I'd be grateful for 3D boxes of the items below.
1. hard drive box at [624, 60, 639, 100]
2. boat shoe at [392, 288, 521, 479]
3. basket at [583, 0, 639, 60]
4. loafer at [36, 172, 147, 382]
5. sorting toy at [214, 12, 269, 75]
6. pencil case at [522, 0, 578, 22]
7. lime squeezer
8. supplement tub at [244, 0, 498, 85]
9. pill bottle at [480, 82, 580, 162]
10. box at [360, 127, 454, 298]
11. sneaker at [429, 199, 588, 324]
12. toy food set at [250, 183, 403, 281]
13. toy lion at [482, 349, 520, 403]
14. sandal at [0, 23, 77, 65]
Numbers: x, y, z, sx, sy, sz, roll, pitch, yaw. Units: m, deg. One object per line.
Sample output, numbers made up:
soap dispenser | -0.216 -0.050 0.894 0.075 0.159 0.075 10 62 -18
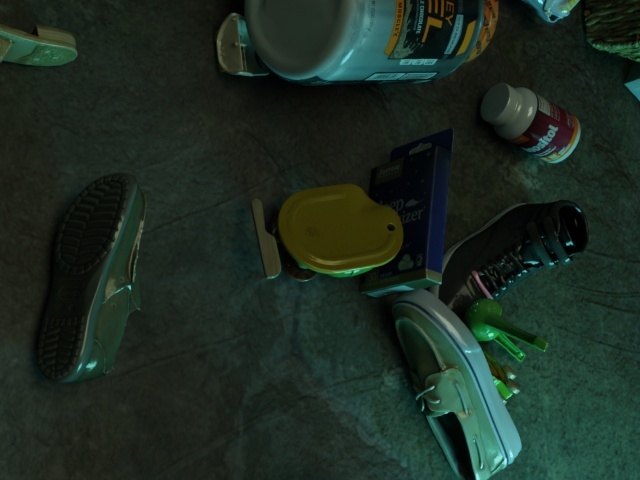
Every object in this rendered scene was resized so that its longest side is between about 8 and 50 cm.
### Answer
hard drive box | 0.671 -0.282 2.095 0.232 0.089 0.181 41 59 -22
boat shoe | 0.179 0.205 1.603 0.094 0.109 0.302 -40 106 -32
basket | 0.622 -0.407 1.952 0.223 0.299 0.213 9 75 -35
loafer | -0.253 0.045 1.334 0.087 0.094 0.251 33 69 -55
sorting toy | -0.098 -0.249 1.539 0.075 0.045 0.083 4 75 -45
pencil case | 0.301 -0.456 1.841 0.273 0.113 0.124 29 77 -29
lime squeezer | 0.252 0.121 1.619 0.110 0.310 0.059 17 82 7
supplement tub | 0.079 -0.313 1.564 0.338 0.207 0.207 -11 86 -47
pill bottle | 0.325 -0.185 1.814 0.152 0.086 0.086 23 67 -30
box | 0.118 -0.041 1.592 0.036 0.136 0.225 20 68 -33
sneaker | 0.279 0.026 1.692 0.296 0.147 0.104 -41 106 -35
toy food set | 0.000 0.000 1.535 0.218 0.071 0.128 -8 63 -27
toy lion | 0.241 0.183 1.673 0.096 0.034 0.100 46 13 -6
sandal | -0.373 -0.195 1.287 0.240 0.088 0.079 -3 75 -42
